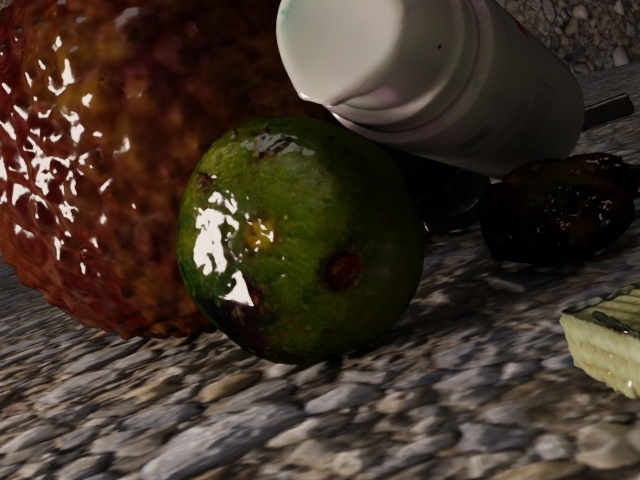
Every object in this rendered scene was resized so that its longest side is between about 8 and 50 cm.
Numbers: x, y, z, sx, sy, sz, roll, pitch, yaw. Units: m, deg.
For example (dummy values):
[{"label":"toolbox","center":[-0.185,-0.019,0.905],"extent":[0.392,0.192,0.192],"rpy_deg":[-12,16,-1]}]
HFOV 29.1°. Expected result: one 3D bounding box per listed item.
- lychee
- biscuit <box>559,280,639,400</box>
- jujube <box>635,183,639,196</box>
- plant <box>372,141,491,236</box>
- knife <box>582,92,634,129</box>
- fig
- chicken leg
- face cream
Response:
[{"label":"lychee","center":[-0.099,-0.067,0.766],"extent":[0.260,0.261,0.260],"rpy_deg":[-15,7,2]},{"label":"biscuit","center":[0.192,0.013,0.413],"extent":[0.199,0.041,0.121],"rpy_deg":[-18,9,-11]},{"label":"jujube","center":[0.227,-0.049,0.594],"extent":[0.104,0.104,0.166],"rpy_deg":[-17,5,-15]},{"label":"plant","center":[0.059,-0.077,0.964],"extent":[0.141,0.164,0.256],"rpy_deg":[-13,-4,19]},{"label":"knife","center":[0.271,-0.130,1.507],"extent":[0.230,0.028,0.060],"rpy_deg":[-19,-5,-6]},{"label":"fig","center":[0.000,0.000,0.630],"extent":[0.123,0.123,0.156],"rpy_deg":[-12,-2,22]},{"label":"chicken leg","center":[0.172,-0.028,0.757],"extent":[0.106,0.051,0.253],"rpy_deg":[-1,13,41]},{"label":"face cream","center":[0.073,-0.095,0.707],"extent":[0.102,0.102,0.345],"rpy_deg":[-13,-8,21]}]
